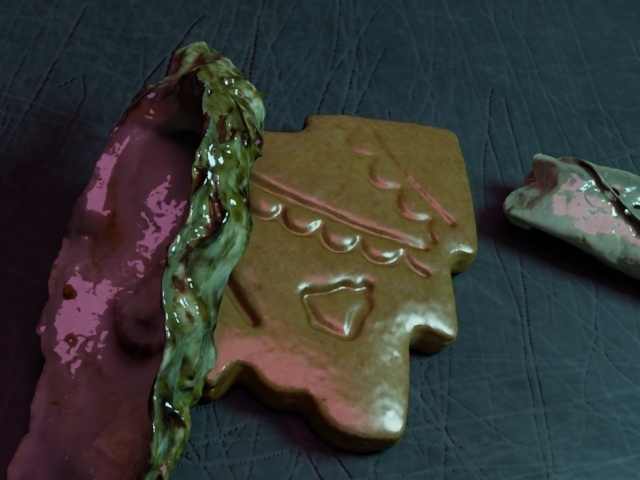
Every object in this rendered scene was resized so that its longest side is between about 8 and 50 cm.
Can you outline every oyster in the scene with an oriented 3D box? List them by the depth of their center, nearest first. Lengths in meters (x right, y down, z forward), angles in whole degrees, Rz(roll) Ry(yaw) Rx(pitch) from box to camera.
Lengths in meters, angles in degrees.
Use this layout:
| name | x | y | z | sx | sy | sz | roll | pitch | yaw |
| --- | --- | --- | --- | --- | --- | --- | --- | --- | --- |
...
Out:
| name | x | y | z | sx | sy | sz | roll | pitch | yaw |
| --- | --- | --- | --- | --- | --- | --- | --- | --- | --- |
| oyster | -0.088 | 0.013 | 1.193 | 0.111 | 0.204 | 0.396 | 23 | 65 | -22 |

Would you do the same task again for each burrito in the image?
| name | x | y | z | sx | sy | sz | roll | pitch | yaw |
| --- | --- | --- | --- | --- | --- | --- | --- | --- | --- |
| burrito | 0.246 | -0.003 | 1.388 | 0.226 | 0.060 | 0.087 | 21 | 57 | 2 |

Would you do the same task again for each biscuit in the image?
| name | x | y | z | sx | sy | sz | roll | pitch | yaw |
| --- | --- | --- | --- | --- | --- | --- | --- | --- | --- |
| biscuit | 0.000 | 0.000 | 1.343 | 0.284 | 0.043 | 0.306 | 38 | 55 | 16 |
